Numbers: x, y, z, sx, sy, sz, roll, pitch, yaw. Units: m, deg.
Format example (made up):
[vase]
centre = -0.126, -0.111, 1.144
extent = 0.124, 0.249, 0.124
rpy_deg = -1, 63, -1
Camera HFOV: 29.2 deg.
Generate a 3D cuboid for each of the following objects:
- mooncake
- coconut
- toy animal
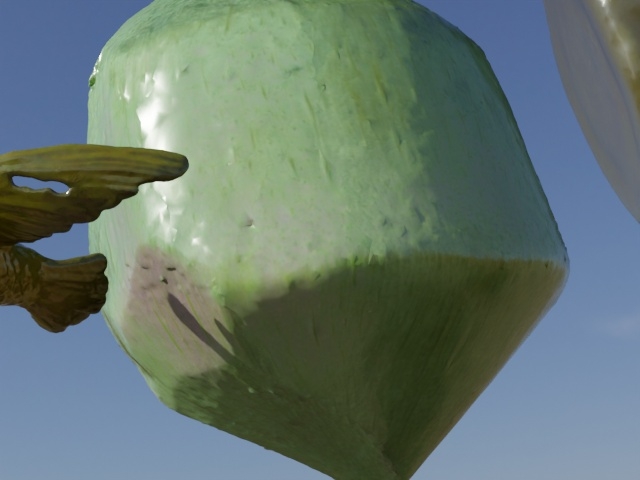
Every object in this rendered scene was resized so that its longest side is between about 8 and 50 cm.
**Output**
[mooncake]
centre = 0.408, -0.214, 1.434
extent = 0.201, 0.378, 0.378
rpy_deg = -21, -17, 2
[coconut]
centre = 0.000, 0.000, 0.759
extent = 0.281, 0.328, 0.328
rpy_deg = -16, -17, 2
[toy animal]
centre = -0.179, 0.008, 0.565
extent = 0.155, 0.219, 0.095
rpy_deg = 34, 11, -4
